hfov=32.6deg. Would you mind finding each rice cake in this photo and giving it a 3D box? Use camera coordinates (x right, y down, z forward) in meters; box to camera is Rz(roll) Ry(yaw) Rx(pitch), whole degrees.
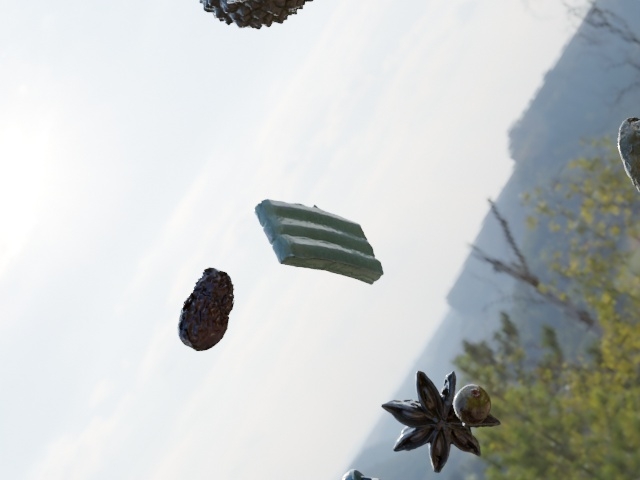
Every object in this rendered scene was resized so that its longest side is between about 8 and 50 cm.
[{"bbox_3d":[0.000,0.000,1.777,0.237,0.127,0.043,13,-47,-47],"label":"rice cake"}]

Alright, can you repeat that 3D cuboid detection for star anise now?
[{"bbox_3d":[0.219,0.350,2.100,0.197,0.212,0.073,-41,10,13],"label":"star anise"}]

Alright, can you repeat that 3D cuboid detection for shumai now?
[{"bbox_3d":[0.746,-0.192,2.373,0.120,0.201,0.201,-22,21,48],"label":"shumai"}]

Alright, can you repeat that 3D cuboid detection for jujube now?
[{"bbox_3d":[-0.216,0.137,2.122,0.104,0.104,0.166,92,-157,-72],"label":"jujube"}]

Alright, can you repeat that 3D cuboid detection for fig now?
[{"bbox_3d":[0.199,0.226,1.454,0.050,0.050,0.083,-51,-20,-32],"label":"fig"}]

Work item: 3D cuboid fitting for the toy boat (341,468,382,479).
[{"bbox_3d":[0.161,0.534,2.032,0.092,0.299,0.134,-40,-23,4],"label":"toy boat"}]

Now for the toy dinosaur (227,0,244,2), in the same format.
[{"bbox_3d":[-0.136,-0.441,1.945,0.058,0.037,0.180,-26,3,-4],"label":"toy dinosaur"}]

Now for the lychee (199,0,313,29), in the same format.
[{"bbox_3d":[-0.134,-0.691,2.470,0.380,0.380,0.432,-27,-44,-72],"label":"lychee"}]
